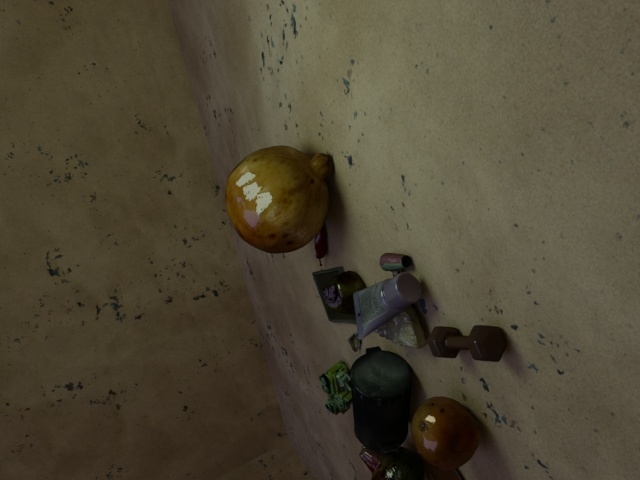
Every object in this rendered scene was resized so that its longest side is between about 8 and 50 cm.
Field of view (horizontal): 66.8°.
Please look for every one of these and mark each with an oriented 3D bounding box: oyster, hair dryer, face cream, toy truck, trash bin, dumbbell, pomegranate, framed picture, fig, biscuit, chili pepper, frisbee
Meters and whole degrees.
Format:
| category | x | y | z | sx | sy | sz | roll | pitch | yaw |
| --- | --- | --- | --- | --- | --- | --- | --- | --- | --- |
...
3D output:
| category | x | y | z | sx | sy | sz | roll | pitch | yaw |
| --- | --- | --- | --- | --- | --- | --- | --- | --- | --- |
| oyster | 0.138 | 0.402 | 1.931 | 0.051 | 0.034 | 0.093 | 40 | 136 | 23 |
| hair dryer | 0.240 | 0.108 | 1.426 | 0.106 | 0.054 | 0.154 | 3 | 121 | 61 |
| face cream | 0.177 | 0.184 | 1.426 | 0.274 | 0.096 | 0.154 | -40 | 51 | 50 |
| toy truck | 0.092 | 0.675 | 2.164 | 0.135 | 0.128 | 0.259 | 29 | 136 | 40 |
| trash bin | 0.208 | 0.553 | 1.671 | 0.252 | 0.203 | 0.301 | -108 | 10 | -55 |
| dumbbell | 0.357 | 0.254 | 1.208 | 0.231 | 0.092 | 0.082 | 153 | 125 | -68 |
| pomegranate | 0.345 | 0.535 | 1.350 | 0.191 | 0.191 | 0.191 | 50 | 151 | 41 |
| framed picture | 0.061 | 0.227 | 1.971 | 0.315 | 0.024 | 0.232 | -19 | 91 | 67 |
| fig | 0.097 | 0.193 | 1.733 | 0.165 | 0.154 | 0.144 | 45 | 152 | -25 |
| biscuit | 0.215 | 0.232 | 1.523 | 0.281 | 0.084 | 0.179 | 5 | 110 | 66 |
| pomegranate | 0.248 | 0.834 | 1.760 | 0.248 | 0.214 | 0.214 | 34 | 150 | 8 |
| chili pepper | 0.000 | 0.000 | 1.889 | 0.050 | 0.059 | 0.268 | 12 | 126 | 19 |
| frisbee | 0.421 | 0.803 | 1.625 | 0.251 | 0.021 | 0.251 | 51 | 152 | 40 |
| pomegranate | -0.123 | -0.157 | 1.673 | 0.410 | 0.410 | 0.410 | 50 | 151 | 41 |
